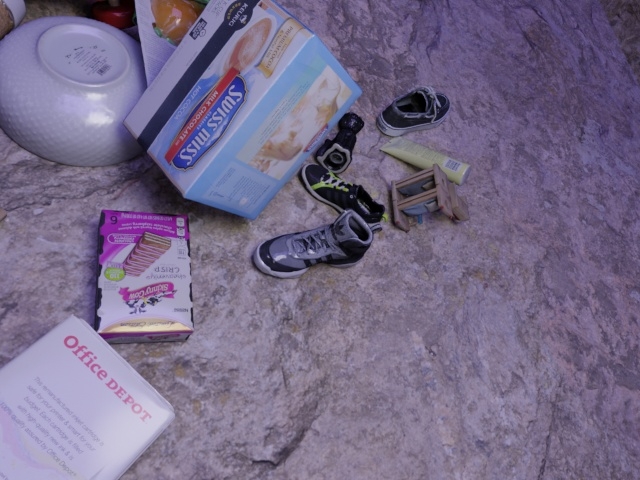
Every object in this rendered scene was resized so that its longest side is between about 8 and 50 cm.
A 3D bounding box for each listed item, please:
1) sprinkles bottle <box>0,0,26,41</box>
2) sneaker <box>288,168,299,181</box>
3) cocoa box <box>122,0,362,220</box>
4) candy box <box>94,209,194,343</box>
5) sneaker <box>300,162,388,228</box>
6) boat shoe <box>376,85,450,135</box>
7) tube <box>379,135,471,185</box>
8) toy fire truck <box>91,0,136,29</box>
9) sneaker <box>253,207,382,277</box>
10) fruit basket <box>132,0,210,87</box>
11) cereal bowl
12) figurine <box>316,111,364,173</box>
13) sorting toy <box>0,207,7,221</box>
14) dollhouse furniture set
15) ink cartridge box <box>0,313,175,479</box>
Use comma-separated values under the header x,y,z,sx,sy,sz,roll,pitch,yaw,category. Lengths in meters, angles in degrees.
x,y,z,sx,sy,sz,roll,pitch,yaw,category
-0.687,-0.355,0.915,0.121,0.121,0.355,22,56,-15,sprinkles bottle
-0.035,-0.265,1.095,0.111,0.129,0.297,22,87,-8,sneaker
-0.140,-0.249,0.932,0.228,0.347,0.231,47,12,24,cocoa box
-0.318,0.064,0.900,0.159,0.071,0.233,3,63,-26,candy box
0.063,-0.117,1.178,0.235,0.097,0.084,38,53,-4,sneaker
0.291,-0.391,1.439,0.306,0.105,0.113,-20,71,-35,boat shoe
0.284,-0.221,1.342,0.240,0.062,0.070,29,7,23,tube
-0.524,-0.606,1.110,0.254,0.169,0.302,6,44,-3,toy fire truck
0.000,0.000,1.046,0.269,0.153,0.101,-5,66,-29,sneaker
-0.281,-0.417,1.111,0.327,0.165,0.353,6,74,-57,fruit basket
-0.473,-0.324,0.996,0.339,0.141,0.339,12,58,-20,cereal bowl
0.004,-0.298,1.266,0.215,0.092,0.209,31,46,-8,figurine
-0.618,-0.024,0.801,0.132,0.046,0.274,32,41,-8,sorting toy
0.286,-0.080,1.278,0.184,0.129,0.129,33,47,-45,dollhouse furniture set
-0.397,0.295,0.696,0.226,0.131,0.306,44,52,2,ink cartridge box
